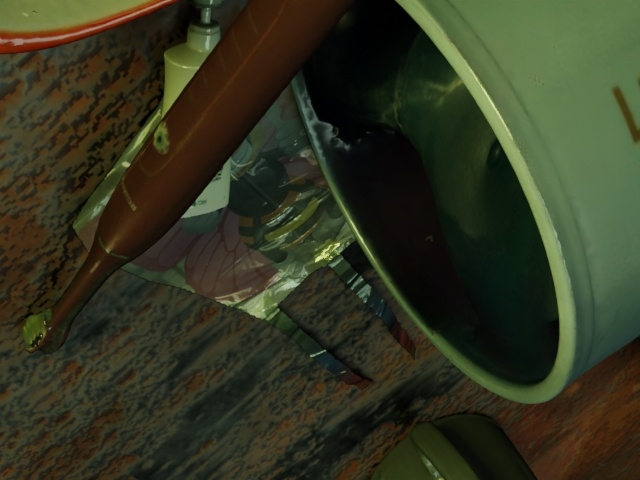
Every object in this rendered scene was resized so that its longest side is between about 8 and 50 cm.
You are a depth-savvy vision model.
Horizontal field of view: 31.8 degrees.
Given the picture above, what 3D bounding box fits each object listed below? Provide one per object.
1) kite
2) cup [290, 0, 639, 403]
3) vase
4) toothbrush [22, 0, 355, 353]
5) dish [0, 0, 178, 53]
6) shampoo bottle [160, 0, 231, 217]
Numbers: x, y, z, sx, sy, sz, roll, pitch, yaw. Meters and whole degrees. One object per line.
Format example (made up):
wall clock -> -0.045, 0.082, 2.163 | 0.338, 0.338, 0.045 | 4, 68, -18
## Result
kite -> 0.002, 0.002, 0.771 | 0.204, 0.022, 0.360 | -42, 138, 6
cup -> 0.157, -0.130, 0.619 | 0.311, 0.331, 0.257 | -28, 179, -16
vase -> 0.156, 0.277, 0.933 | 0.156, 0.301, 0.251 | -32, 129, -7
toothbrush -> -0.081, -0.034, 0.587 | 0.040, 0.041, 0.364 | 4, 146, -37
dish -> -0.111, -0.209, 0.428 | 0.256, 0.117, 0.256 | -19, 135, -20
shampoo bottle -> -0.070, -0.078, 0.633 | 0.048, 0.034, 0.141 | -4, 123, -21
